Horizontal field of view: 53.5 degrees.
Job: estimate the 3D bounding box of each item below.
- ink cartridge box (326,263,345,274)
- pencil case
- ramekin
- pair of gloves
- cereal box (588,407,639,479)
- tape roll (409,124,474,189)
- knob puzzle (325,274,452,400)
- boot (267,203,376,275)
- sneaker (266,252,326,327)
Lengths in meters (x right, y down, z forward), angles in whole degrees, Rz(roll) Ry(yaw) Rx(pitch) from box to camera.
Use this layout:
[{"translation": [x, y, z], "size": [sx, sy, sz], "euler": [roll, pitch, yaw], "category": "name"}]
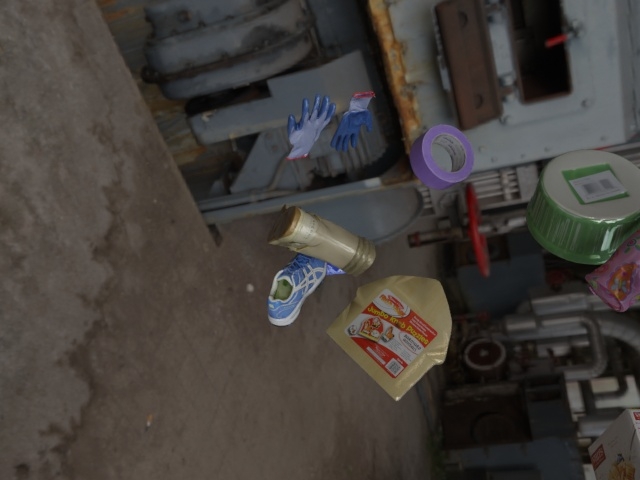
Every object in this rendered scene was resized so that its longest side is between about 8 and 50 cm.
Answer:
[{"translation": [0.052, 0.042, 1.619], "size": [0.207, 0.097, 0.046], "euler": [-108, -166, -81], "category": "ink cartridge box"}, {"translation": [0.756, 0.035, 1.476], "size": [0.124, 0.284, 0.124], "euler": [46, 1, -1], "category": "pencil case"}, {"translation": [0.706, -0.100, 1.668], "size": [0.148, 0.303, 0.303], "euler": [81, 11, -49], "category": "ramekin"}, {"translation": [0.021, -0.219, 1.202], "size": [0.023, 0.198, 0.159], "euler": [61, -29, 26], "category": "pair of gloves"}, {"translation": [0.506, 0.413, 1.010], "size": [0.173, 0.047, 0.240], "euler": [96, -5, -49], "category": "cereal box"}, {"translation": [0.379, -0.260, 1.985], "size": [0.080, 0.188, 0.189], "euler": [151, -65, -64], "category": "tape roll"}, {"translation": [0.134, 0.142, 1.063], "size": [0.030, 0.213, 0.213], "euler": [61, 25, -59], "category": "knob puzzle"}, {"translation": [0.000, 0.000, 1.362], "size": [0.095, 0.203, 0.262], "euler": [-67, -168, -6], "category": "boot"}, {"translation": [-0.047, 0.080, 1.338], "size": [0.081, 0.080, 0.211], "euler": [76, 34, -51], "category": "sneaker"}]
